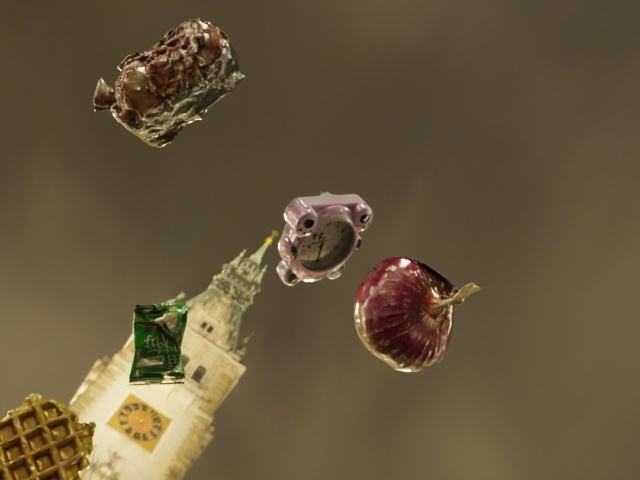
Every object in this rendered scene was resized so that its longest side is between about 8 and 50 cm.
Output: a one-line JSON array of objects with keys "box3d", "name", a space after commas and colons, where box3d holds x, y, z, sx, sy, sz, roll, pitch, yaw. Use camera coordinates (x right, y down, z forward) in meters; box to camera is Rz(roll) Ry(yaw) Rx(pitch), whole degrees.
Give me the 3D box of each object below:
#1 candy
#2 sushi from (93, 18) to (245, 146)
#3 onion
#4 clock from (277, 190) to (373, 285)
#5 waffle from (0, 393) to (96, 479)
[{"box3d": [-0.388, 0.249, 1.341, 0.141, 0.078, 0.203, 5, -92, -26], "name": "candy"}, {"box3d": [-0.359, -0.373, 1.301, 0.343, 0.196, 0.182, -36, -38, -1], "name": "sushi"}, {"box3d": [0.198, 0.191, 1.363, 0.256, 0.272, 0.231, 26, -112, 9], "name": "onion"}, {"box3d": [0.000, 0.000, 1.405, 0.227, 0.090, 0.248, -6, -50, -31], "name": "clock"}, {"box3d": [-0.603, 0.437, 1.087, 0.300, 0.282, 0.058, 2, -34, -19], "name": "waffle"}]
